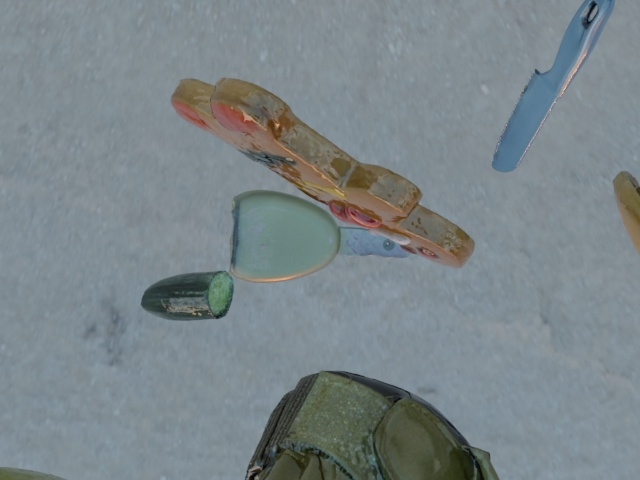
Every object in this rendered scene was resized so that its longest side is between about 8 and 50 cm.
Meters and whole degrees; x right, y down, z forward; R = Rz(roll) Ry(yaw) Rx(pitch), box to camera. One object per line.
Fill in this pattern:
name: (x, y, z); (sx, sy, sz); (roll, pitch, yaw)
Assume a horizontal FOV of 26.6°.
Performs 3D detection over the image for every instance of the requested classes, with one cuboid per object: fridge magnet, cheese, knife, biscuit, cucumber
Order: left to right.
cucumber: (-0.134, 0.055, 1.335); (0.105, 0.048, 0.048); (-5, 121, 36)
cheese: (0.000, 0.000, 1.400); (0.192, 0.037, 0.097); (4, 100, -9)
biscuit: (0.009, -0.041, 0.989); (0.250, 0.165, 0.036); (32, 83, -24)
knife: (0.227, -0.152, 1.371); (0.019, 0.044, 0.313); (-27, 159, -27)
fridge magnet: (0.274, 0.002, 1.023); (0.063, 0.143, 0.143); (-40, 111, 16)

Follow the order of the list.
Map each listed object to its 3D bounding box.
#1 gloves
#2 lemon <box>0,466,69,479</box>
gloves: (-0.002, 0.208, 0.534); (0.141, 0.331, 0.154); (12, 136, -4)
lemon: (-0.193, 0.228, 0.823); (0.184, 0.248, 0.184); (-25, 126, -40)
